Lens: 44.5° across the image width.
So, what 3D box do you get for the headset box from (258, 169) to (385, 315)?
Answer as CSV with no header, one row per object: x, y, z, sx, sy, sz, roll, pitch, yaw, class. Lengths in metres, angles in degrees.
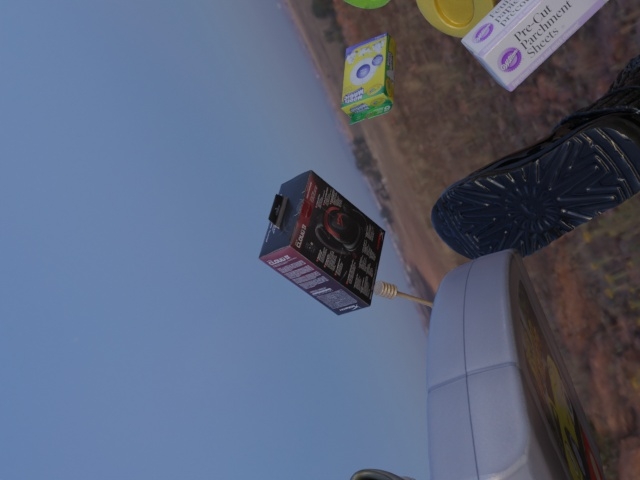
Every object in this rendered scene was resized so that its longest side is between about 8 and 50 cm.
0.000,0.000,1.769,0.293,0.110,0.218,37,-130,-31,headset box

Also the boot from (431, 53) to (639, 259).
0.336,-0.109,1.070,0.131,0.348,0.260,55,-132,-11,boot

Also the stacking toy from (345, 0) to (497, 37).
0.131,-0.462,1.109,0.279,0.130,0.309,17,150,28,stacking toy

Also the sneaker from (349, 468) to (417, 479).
0.125,0.359,0.939,0.108,0.100,0.271,36,171,-32,sneaker

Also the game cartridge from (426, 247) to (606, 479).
0.123,0.116,0.463,0.196,0.060,0.294,62,-161,-10,game cartridge

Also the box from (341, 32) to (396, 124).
0.097,-0.325,1.581,0.043,0.105,0.179,32,-128,-46,box

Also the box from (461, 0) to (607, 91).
0.299,-0.303,0.844,0.067,0.324,0.063,39,-165,-33,box

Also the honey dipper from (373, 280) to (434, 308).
0.172,0.109,1.516,0.160,0.030,0.030,17,-145,-34,honey dipper
